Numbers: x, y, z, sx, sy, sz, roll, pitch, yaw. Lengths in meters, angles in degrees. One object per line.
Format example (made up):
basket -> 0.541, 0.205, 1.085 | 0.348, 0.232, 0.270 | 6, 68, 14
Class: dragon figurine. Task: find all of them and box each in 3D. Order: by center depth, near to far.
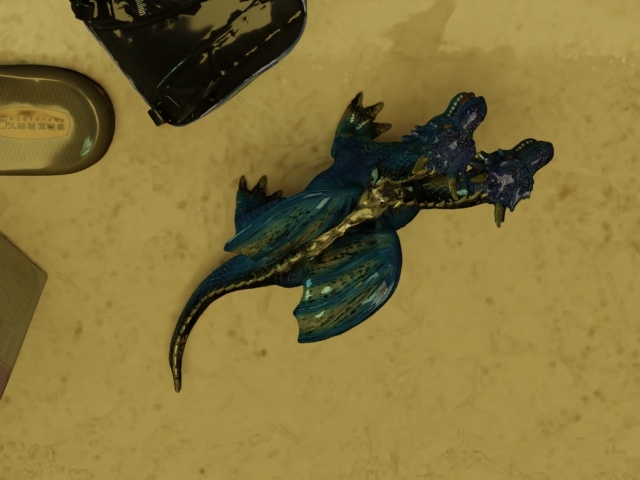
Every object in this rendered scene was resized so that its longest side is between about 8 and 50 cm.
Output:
dragon figurine -> 0.000, 0.000, 1.114 | 0.289, 0.144, 0.085 | -35, 106, 12

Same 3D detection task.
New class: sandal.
sandal -> -0.234, -0.062, 1.134 | 0.219, 0.060, 0.090 | 1, 110, -1

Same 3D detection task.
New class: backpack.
backpack -> -0.067, -0.138, 1.094 | 0.114, 0.084, 0.105 | -32, 108, 16

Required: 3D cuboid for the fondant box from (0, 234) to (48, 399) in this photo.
fondant box -> -0.313, 0.147, 1.117 | 0.096, 0.238, 0.330 | 40, 105, -13
